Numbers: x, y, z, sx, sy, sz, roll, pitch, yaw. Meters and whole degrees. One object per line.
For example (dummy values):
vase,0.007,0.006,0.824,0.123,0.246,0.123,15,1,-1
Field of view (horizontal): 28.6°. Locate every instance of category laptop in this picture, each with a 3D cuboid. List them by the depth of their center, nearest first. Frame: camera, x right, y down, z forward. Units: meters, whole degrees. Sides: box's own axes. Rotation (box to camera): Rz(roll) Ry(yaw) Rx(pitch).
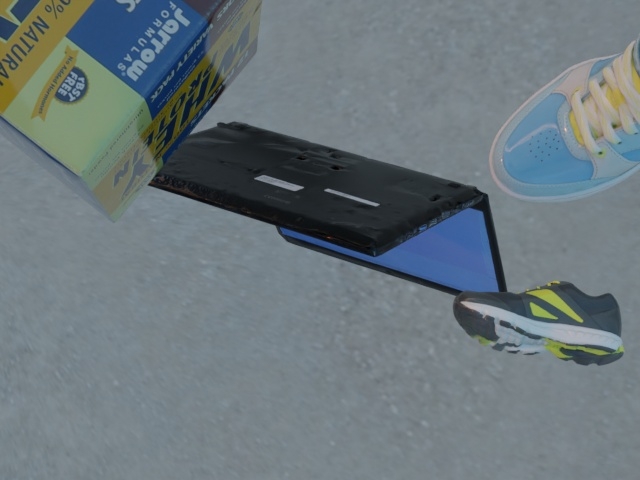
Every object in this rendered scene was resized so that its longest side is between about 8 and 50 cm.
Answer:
laptop,0.000,0.000,0.971,0.264,0.234,0.137,-26,127,-55

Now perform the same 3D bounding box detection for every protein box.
protein box,-0.148,-0.130,0.638,0.201,0.200,0.136,38,83,0

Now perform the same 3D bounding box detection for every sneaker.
sneaker,0.104,0.035,0.599,0.083,0.031,0.035,15,60,-2
sneaker,0.278,-0.137,1.110,0.319,0.208,0.127,-27,77,17
